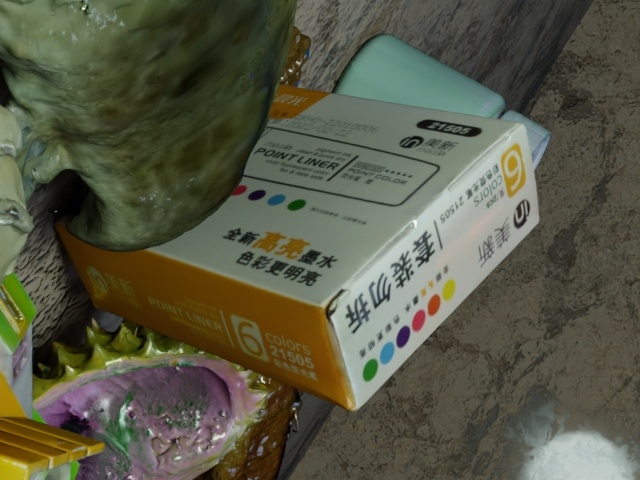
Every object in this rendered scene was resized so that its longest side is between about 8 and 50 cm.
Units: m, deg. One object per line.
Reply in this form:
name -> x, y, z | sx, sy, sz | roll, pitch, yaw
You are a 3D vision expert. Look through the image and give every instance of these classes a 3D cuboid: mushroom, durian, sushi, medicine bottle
mushroom -> -0.095, -0.102, 0.558 | 0.344, 0.130, 0.247 | 96, 17, -60
durian -> -0.173, 0.137, 0.817 | 0.260, 0.154, 0.186 | -32, 147, -7
sushi -> -0.110, 0.186, 1.154 | 0.167, 0.179, 0.296 | -31, 144, -39
medicine bottle -> 0.128, -0.123, 1.179 | 0.139, 0.225, 0.139 | -53, 165, -21

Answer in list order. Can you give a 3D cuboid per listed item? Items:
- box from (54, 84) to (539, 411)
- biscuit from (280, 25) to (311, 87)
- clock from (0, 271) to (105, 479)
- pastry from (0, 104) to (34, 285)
box -> -0.020, -0.013, 0.735 | 0.221, 0.274, 0.091 | -42, 129, -34
biscuit -> -0.057, -0.129, 0.909 | 0.175, 0.026, 0.124 | -44, 161, -49
clock -> -0.220, 0.161, 0.570 | 0.309, 0.166, 0.235 | 104, 2, -45
pastry -> -0.193, -0.013, 0.399 | 0.166, 0.166, 0.088 | -58, -166, -1
